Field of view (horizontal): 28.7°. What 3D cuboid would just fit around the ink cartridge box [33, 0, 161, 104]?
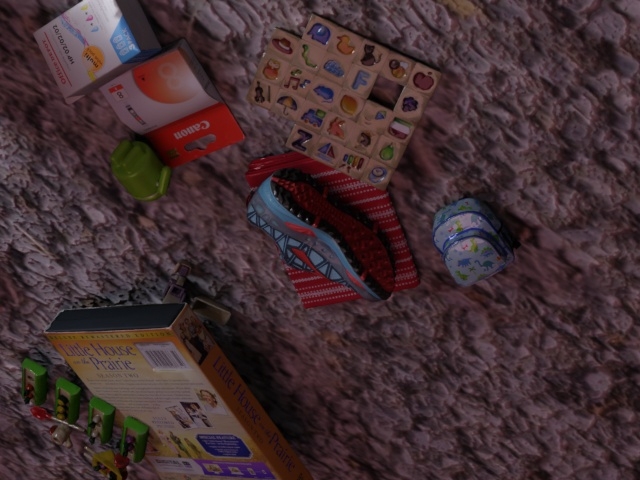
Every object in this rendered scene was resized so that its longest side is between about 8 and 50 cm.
[{"bbox_3d":[-0.325,-0.269,1.745,0.181,0.061,0.104,-26,91,26],"label":"ink cartridge box"}]

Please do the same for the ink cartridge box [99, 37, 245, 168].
[{"bbox_3d":[-0.216,-0.187,1.814,0.145,0.045,0.179,-20,116,24],"label":"ink cartridge box"}]

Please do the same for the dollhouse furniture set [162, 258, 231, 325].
[{"bbox_3d":[-0.196,0.103,1.988,0.114,0.081,0.091,25,126,-6],"label":"dollhouse furniture set"}]

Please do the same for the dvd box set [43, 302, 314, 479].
[{"bbox_3d":[-0.231,0.276,2.063,0.308,0.062,0.420,-6,128,40],"label":"dvd box set"}]

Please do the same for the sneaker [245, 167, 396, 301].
[{"bbox_3d":[0.000,0.000,1.847,0.262,0.104,0.125,43,137,-17],"label":"sneaker"}]

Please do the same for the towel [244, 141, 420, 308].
[{"bbox_3d":[0.021,-0.023,1.889,0.199,0.031,0.274,-12,123,16],"label":"towel"}]

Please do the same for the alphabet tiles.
[{"bbox_3d":[0.023,-0.199,1.756,0.237,0.009,0.198,25,118,-2],"label":"alphabet tiles"}]

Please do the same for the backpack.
[{"bbox_3d":[0.220,0.002,1.832,0.105,0.084,0.114,-28,112,24],"label":"backpack"}]

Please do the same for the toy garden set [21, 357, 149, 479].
[{"bbox_3d":[-0.421,0.329,2.170,0.244,0.049,0.203,28,143,8],"label":"toy garden set"}]

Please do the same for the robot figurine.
[{"bbox_3d":[-0.266,-0.101,1.856,0.101,0.067,0.115,25,162,32],"label":"robot figurine"}]
